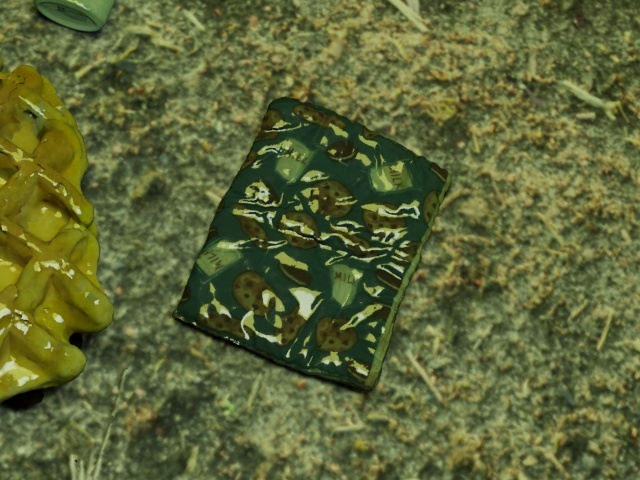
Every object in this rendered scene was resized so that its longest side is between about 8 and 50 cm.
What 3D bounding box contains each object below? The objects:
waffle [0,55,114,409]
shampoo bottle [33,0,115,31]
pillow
[{"bbox_3d":[-0.366,-0.015,1.248,0.379,0.095,0.382,-12,64,-17],"label":"waffle"},{"bbox_3d":[-0.207,-0.284,1.451,0.069,0.041,0.190,17,60,2],"label":"shampoo bottle"},{"bbox_3d":[-0.001,-0.002,1.358,0.189,0.034,0.255,22,61,1],"label":"pillow"}]
